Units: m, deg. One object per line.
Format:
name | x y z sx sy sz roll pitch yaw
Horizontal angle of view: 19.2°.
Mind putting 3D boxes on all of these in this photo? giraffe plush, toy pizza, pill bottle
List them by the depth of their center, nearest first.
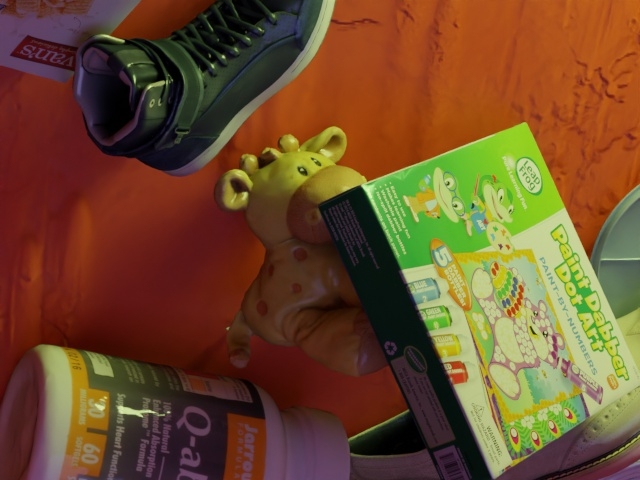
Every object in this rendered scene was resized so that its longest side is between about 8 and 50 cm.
giraffe plush | 0.000 0.000 1.572 0.210 0.181 0.170 -2 111 21
pill bottle | -0.127 0.187 1.604 0.278 0.162 0.162 12 112 -23
toy pizza | 0.338 0.010 1.738 0.201 0.032 0.201 -7 121 -12

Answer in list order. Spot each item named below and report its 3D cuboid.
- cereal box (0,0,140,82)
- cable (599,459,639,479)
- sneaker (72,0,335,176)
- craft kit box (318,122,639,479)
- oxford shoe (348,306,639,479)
cereal box | -0.196 -0.216 1.367 0.173 0.047 0.240 13 138 -37
cable | 0.294 0.286 1.834 0.257 0.089 0.257 -24 121 -5
sneaker | -0.091 -0.149 1.449 0.226 0.086 0.163 -52 155 11
craft kit box | 0.136 0.048 1.535 0.061 0.247 0.250 -25 88 38
oxford shoe | 0.199 0.139 1.691 0.397 0.140 0.146 -36 108 7
